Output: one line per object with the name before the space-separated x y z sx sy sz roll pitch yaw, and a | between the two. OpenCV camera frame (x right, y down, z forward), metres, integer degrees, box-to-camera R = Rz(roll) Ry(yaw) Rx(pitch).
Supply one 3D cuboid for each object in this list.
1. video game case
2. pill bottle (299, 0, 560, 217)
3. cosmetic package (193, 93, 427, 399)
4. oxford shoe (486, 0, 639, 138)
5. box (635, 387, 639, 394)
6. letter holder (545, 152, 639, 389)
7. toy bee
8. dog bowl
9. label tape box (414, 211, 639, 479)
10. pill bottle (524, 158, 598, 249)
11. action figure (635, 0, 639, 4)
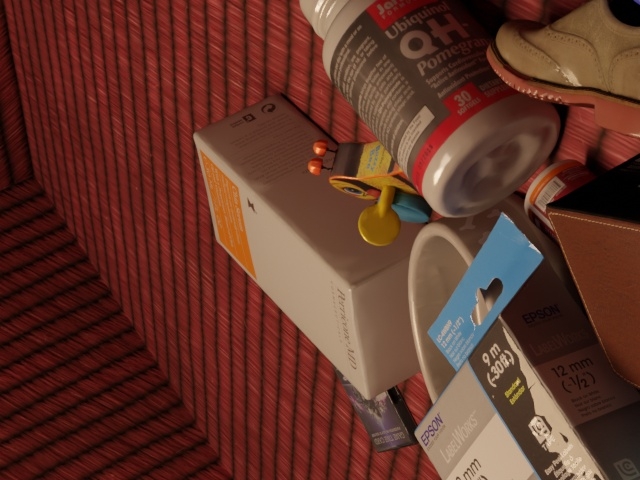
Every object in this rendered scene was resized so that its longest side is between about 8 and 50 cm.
video game case | 0.070 0.223 2.755 0.274 0.026 0.196 62 161 2
pill bottle | 0.113 -0.194 1.870 0.318 0.176 0.176 53 159 26
cosmetic package | 0.000 0.000 2.439 0.453 0.161 0.230 43 153 43
oxford shoe | 0.279 -0.187 1.598 0.348 0.123 0.130 33 118 58
box | 0.372 0.226 1.920 0.216 0.060 0.270 60 161 9
letter holder | 0.380 0.043 1.529 0.302 0.152 0.214 15 131 65
toy bee | 0.073 -0.079 2.098 0.298 0.162 0.195 -45 33 48
dog bowl | 0.209 0.118 2.020 0.349 0.102 0.349 168 90 -74
label tape box | 0.211 0.182 1.772 0.348 0.115 0.249 57 144 23
pill bottle | 0.295 -0.013 1.769 0.152 0.086 0.086 48 156 38
action figure | 0.254 -0.293 1.511 0.280 0.091 0.139 25 145 59
